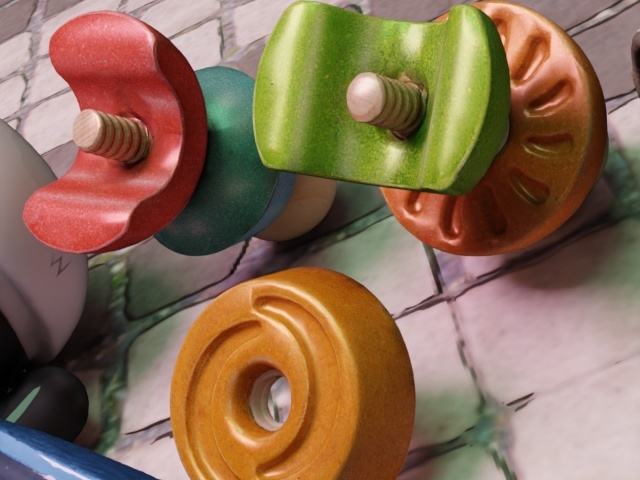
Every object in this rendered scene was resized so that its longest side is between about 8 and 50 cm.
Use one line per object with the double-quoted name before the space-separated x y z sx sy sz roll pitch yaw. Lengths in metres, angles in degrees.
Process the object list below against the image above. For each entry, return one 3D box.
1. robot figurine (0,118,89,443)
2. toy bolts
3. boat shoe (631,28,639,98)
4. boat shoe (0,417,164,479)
"robot figurine" -0.233 0.052 0.611 0.278 0.209 0.173 -48 18 -26
"toy bolts" 0.000 0.000 0.572 0.228 0.158 0.218 14 92 37
"boat shoe" 0.154 -0.005 0.430 0.091 0.109 0.305 -19 27 19
"boat shoe" -0.063 0.123 0.424 0.258 0.109 0.089 17 82 50
